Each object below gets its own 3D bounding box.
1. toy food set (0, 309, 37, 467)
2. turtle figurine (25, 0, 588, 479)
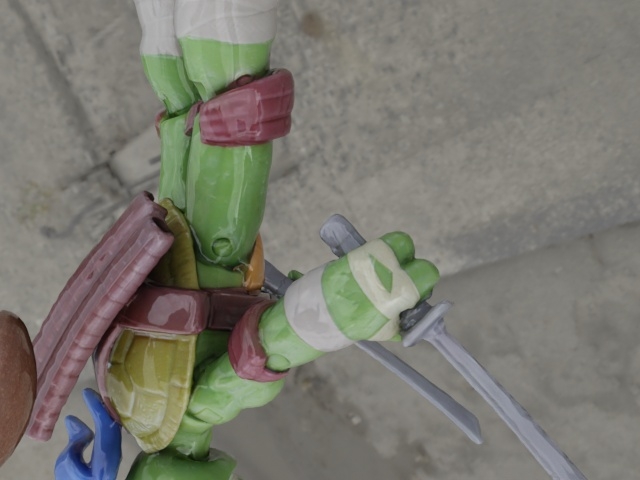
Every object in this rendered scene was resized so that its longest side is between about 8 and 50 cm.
[{"bbox_3d":[-0.125,0.071,0.326,0.218,0.071,0.128,120,161,-50],"label":"toy food set"},{"bbox_3d":[0.000,0.000,0.544,0.275,0.198,0.266,-3,94,15],"label":"turtle figurine"}]
